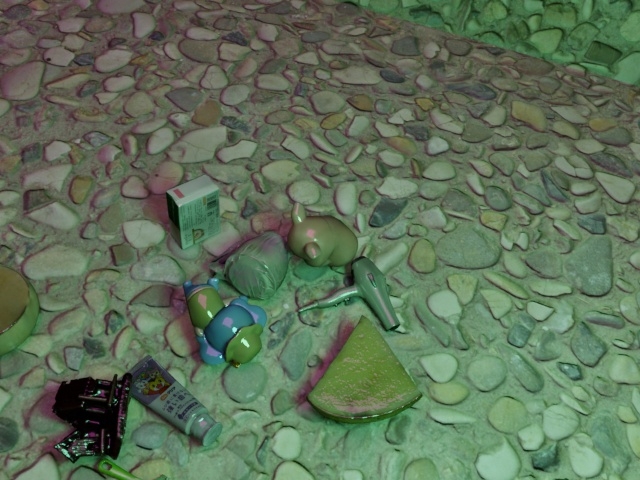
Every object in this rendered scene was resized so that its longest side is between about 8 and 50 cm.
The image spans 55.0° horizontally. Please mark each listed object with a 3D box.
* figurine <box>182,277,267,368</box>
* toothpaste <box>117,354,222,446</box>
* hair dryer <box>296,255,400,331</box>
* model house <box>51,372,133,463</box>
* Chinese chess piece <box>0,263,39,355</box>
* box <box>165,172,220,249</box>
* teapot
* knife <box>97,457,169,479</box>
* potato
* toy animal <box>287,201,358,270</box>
[{"bbox_3d":[-0.250,0.204,1.617,0.179,0.154,0.262,-10,64,-46],"label":"figurine"},{"bbox_3d":[-0.369,0.392,1.514,0.299,0.073,0.114,29,53,25],"label":"toothpaste"},{"bbox_3d":[0.103,0.196,1.736,0.267,0.092,0.229,-40,71,-16],"label":"hair dryer"},{"bbox_3d":[-0.537,0.409,1.423,0.164,0.141,0.203,15,44,-22],"label":"model house"},{"bbox_3d":[-0.867,0.183,1.589,0.257,0.104,0.257,4,52,-5],"label":"Chinese chess piece"},{"bbox_3d":[-0.370,-0.083,1.801,0.135,0.199,0.081,-27,57,-28],"label":"box"},{"bbox_3d":[-0.183,0.071,1.760,0.163,0.221,0.178,54,42,-15],"label":"teapot"},{"bbox_3d":[-0.433,0.546,1.404,0.166,0.023,0.078,20,45,8],"label":"knife"},{"bbox_3d":[0.077,0.363,1.563,0.255,0.112,0.269,-24,55,-19],"label":"potato"},{"bbox_3d":[0.009,0.002,1.748,0.166,0.154,0.250,49,21,30],"label":"toy animal"}]
